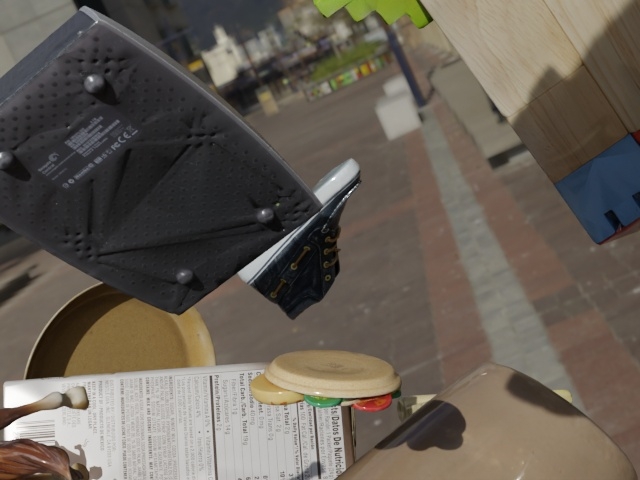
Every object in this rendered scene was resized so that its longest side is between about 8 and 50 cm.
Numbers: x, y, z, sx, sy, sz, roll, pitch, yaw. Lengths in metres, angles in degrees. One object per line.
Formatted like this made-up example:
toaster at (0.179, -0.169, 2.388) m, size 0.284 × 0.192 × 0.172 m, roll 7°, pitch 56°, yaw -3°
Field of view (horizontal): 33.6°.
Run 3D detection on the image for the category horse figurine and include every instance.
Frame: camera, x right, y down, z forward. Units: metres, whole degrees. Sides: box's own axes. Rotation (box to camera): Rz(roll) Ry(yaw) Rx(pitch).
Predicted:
horse figurine at (-0.219, 0.154, 0.579) m, size 0.174 × 0.066 × 0.263 m, roll -15°, pitch -20°, yaw -37°

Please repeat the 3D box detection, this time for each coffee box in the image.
coffee box at (-0.120, 0.181, 0.965) m, size 0.297 × 0.119 × 0.168 m, roll -4°, pitch -14°, yaw -5°

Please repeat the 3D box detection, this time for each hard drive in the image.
hard drive at (-0.131, -0.050, 0.764) m, size 0.172 × 0.254 × 0.054 m, roll -37°, pitch 48°, yaw 14°

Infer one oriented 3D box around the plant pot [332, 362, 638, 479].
plant pot at (0.112, 0.224, 0.786) m, size 0.229 × 0.263 × 0.263 m, roll -49°, pitch 15°, yaw -13°

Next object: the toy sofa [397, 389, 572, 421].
toy sofa at (0.170, 0.333, 1.066) m, size 0.150 × 0.363 × 0.177 m, roll -1°, pitch -12°, yaw -16°

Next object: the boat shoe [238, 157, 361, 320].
boat shoe at (0.000, 0.000, 1.092) m, size 0.183 × 0.083 × 0.065 m, roll -46°, pitch 5°, yaw 27°

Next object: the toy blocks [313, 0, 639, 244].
toy blocks at (0.225, -0.139, 0.559) m, size 0.381 × 0.261 × 0.191 m, roll -34°, pitch 26°, yaw 14°

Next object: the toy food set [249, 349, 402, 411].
toy food set at (0.007, 0.082, 0.613) m, size 0.082 × 0.020 × 0.083 m, roll 7°, pitch 9°, yaw 26°

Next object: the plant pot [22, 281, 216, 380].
plant pot at (-0.214, 0.155, 1.122) m, size 0.236 × 0.236 × 0.032 m, roll -32°, pitch 23°, yaw -37°
